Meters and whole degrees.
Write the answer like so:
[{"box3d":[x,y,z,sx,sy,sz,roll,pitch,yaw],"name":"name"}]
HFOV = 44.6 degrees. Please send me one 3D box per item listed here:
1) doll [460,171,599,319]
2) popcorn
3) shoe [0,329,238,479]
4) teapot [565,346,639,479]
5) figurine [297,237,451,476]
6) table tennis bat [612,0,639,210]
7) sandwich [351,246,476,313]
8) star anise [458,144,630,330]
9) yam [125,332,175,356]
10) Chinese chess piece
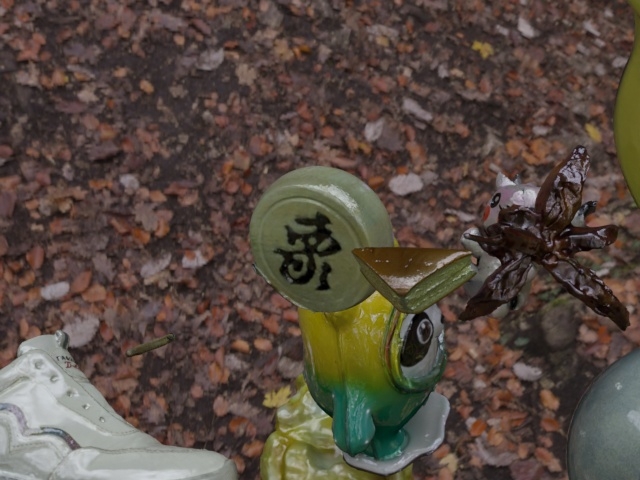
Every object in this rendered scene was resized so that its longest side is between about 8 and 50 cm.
[{"box3d":[0.246,0.007,0.980,0.095,0.192,0.149,18,15,-34],"name":"doll"},{"box3d":[0.046,0.421,1.391,0.294,0.292,0.334,0,36,2],"name":"popcorn"},{"box3d":[-0.250,0.186,0.755,0.342,0.132,0.210,-4,67,4],"name":"shoe"},{"box3d":[0.249,0.168,0.481,0.183,0.251,0.183,2,99,14],"name":"teapot"},{"box3d":[0.071,0.152,1.132,0.231,0.340,0.323,-1,32,20],"name":"figurine"},{"box3d":[0.294,-0.142,0.604,0.054,0.224,0.368,-6,62,-31],"name":"table tennis bat"},{"box3d":[0.060,0.027,0.524,0.083,0.031,0.044,0,47,22],"name":"sandwich"},{"box3d":[0.176,0.009,0.603,0.140,0.144,0.158,-7,94,4],"name":"star anise"},{"box3d":[-0.227,0.141,1.046,0.014,0.014,0.107,43,19,13],"name":"yam"},{"box3d":[0.000,0.000,0.752,0.144,0.144,0.058,36,36,9],"name":"Chinese chess piece"}]
